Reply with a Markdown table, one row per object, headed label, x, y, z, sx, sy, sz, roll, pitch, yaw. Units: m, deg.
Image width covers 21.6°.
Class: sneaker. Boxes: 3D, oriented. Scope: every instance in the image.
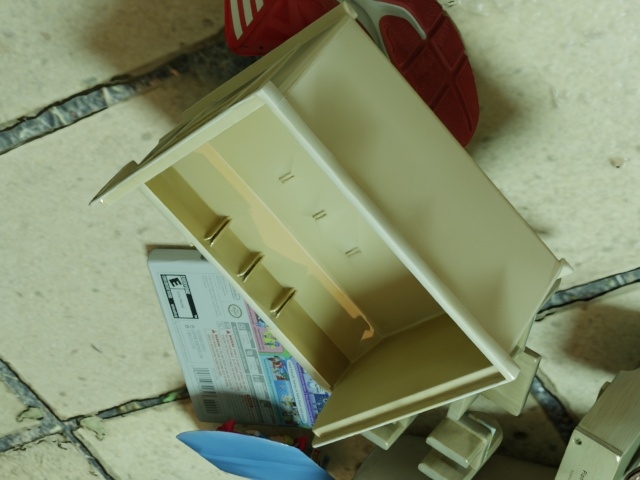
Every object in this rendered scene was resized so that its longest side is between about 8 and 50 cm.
| label | x | y | z | sx | sy | sz | roll | pitch | yaw |
| --- | --- | --- | --- | --- | --- | --- | --- | --- | --- |
| sneaker | 0.016 | -0.147 | 1.245 | 0.128 | 0.087 | 0.221 | -20 | 112 | 42 |

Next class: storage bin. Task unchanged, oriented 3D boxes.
| label | x | y | z | sx | sy | sz | roll | pitch | yaw |
| --- | --- | --- | --- | --- | --- | --- | --- | --- | --- |
| storage bin | 0.000 | 0.000 | 1.233 | 0.262 | 0.123 | 0.260 | 48 | 141 | -12 |

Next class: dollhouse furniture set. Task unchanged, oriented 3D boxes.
| label | x | y | z | sx | sy | sz | roll | pitch | yaw |
| --- | --- | --- | --- | --- | --- | --- | --- | --- | --- |
| dollhouse furniture set | 0.173 | 0.101 | 1.410 | 0.242 | 0.161 | 0.212 | 31 | 138 | 19 |

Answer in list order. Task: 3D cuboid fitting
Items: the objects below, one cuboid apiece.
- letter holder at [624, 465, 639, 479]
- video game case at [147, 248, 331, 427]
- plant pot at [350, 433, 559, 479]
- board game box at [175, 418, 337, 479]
| label | x | y | z | sx | sy | sz | roll | pitch | yaw |
| --- | --- | --- | --- | --- | --- | --- | --- | --- | --- |
| letter holder | 0.422 | 0.162 | 1.350 | 0.302 | 0.152 | 0.214 | -25 | 119 | 35 |
| video game case | -0.041 | 0.092 | 1.518 | 0.193 | 0.023 | 0.212 | 1 | 132 | 17 |
| plant pot | 0.136 | 0.286 | 1.520 | 0.229 | 0.263 | 0.263 | 26 | 138 | 20 |
| board game box | -0.055 | 0.195 | 1.596 | 0.133 | 0.033 | 0.168 | 3 | 156 | 27 |
